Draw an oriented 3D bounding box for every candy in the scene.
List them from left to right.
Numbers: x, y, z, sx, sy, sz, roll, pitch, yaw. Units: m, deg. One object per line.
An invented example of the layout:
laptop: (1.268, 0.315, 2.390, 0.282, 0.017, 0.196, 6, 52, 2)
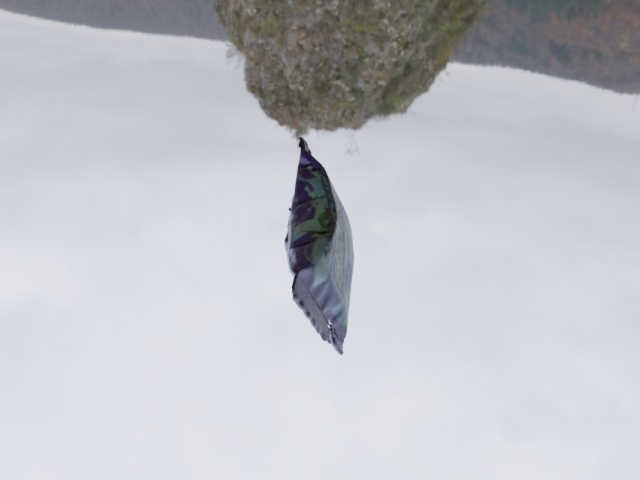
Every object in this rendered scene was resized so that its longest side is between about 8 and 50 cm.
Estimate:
candy: (0.000, 0.000, 0.692, 0.070, 0.145, 0.275, -18, -137, 17)
